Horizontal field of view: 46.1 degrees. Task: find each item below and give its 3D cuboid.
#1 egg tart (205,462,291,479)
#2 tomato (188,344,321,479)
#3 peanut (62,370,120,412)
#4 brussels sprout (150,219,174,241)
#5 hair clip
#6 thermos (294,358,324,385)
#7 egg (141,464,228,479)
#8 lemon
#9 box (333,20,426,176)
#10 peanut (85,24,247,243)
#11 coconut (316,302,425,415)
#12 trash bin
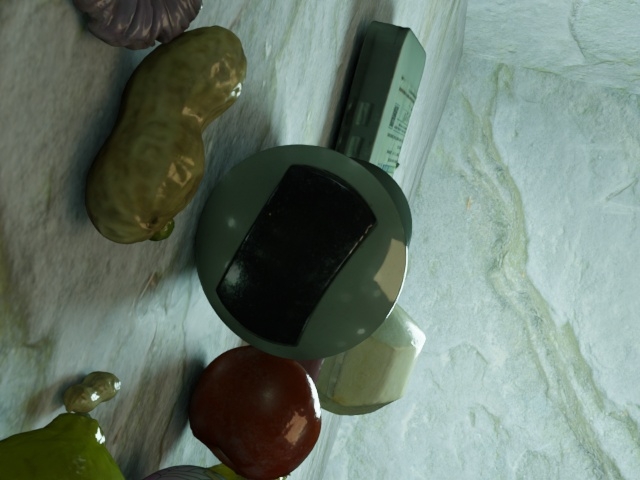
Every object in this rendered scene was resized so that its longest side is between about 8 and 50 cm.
[{"bbox_3d":[-0.169,0.522,1.289,0.388,0.169,0.388,18,90,-81],"label":"egg tart"},{"bbox_3d":[-0.095,0.261,1.164,0.184,0.208,0.208,-50,159,-24],"label":"tomato"},{"bbox_3d":[-0.242,0.161,0.791,0.083,0.037,0.037,-38,143,-73],"label":"peanut"},{"bbox_3d":[-0.174,-0.033,0.812,0.051,0.046,0.083,-56,160,-60],"label":"brussels sprout"},{"bbox_3d":[-0.119,-0.276,0.685,0.300,0.069,0.173,-54,158,-56],"label":"hair clip"},{"bbox_3d":[-0.051,0.252,1.508,0.136,0.109,0.330,-36,145,-68],"label":"thermos"},{"bbox_3d":[-0.199,0.399,0.941,0.271,0.196,0.196,-17,124,-57],"label":"egg"},{"bbox_3d":[-0.238,0.257,0.604,0.184,0.184,0.248,80,30,-64],"label":"lemon"},{"bbox_3d":[0.129,-0.268,1.703,0.396,0.111,0.397,-14,120,-75],"label":"box"},{"bbox_3d":[-0.146,-0.103,0.710,0.098,0.103,0.229,123,-12,-80],"label":"peanut"},{"bbox_3d":[0.087,0.241,1.766,0.323,0.323,0.323,16,90,-78],"label":"coconut"},{"bbox_3d":[0.000,0.000,1.112,0.432,0.280,0.280,-31,136,-77],"label":"trash bin"}]
